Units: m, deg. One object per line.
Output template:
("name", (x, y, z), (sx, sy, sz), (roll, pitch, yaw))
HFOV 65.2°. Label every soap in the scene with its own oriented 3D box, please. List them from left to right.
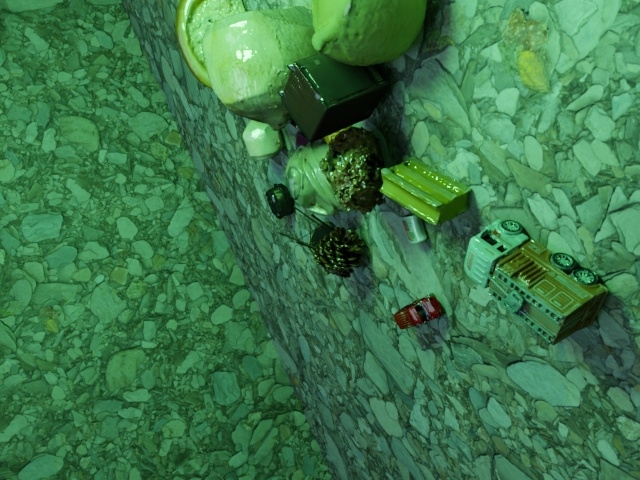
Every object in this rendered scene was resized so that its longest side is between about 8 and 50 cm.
("soap", (0.281, -0.137, 1.368), (0.233, 0.135, 0.076), (42, 146, 40))

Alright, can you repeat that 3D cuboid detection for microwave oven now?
("microwave oven", (0.035, -0.417, 1.409), (0.178, 0.248, 0.188), (58, 154, 8))

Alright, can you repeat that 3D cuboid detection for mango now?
("mango", (0.074, -0.353, 1.679), (0.188, 0.066, 0.101), (31, 130, 44))

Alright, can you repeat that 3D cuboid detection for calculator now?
("calculator", (-0.059, -0.330, 2.004), (0.126, 0.034, 0.190), (45, 149, 36))

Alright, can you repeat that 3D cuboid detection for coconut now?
("coconut", (-0.244, -0.441, 2.127), (0.171, 0.171, 0.182), (29, 139, 53))
("coconut", (-0.166, -0.544, 1.618), (0.404, 0.405, 0.404), (45, 148, 38))

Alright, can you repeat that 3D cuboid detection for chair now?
("chair", (0.000, 0.000, 2.069), (0.326, 0.170, 0.160), (29, 178, -40))

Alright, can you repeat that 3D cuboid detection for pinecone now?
("pinecone", (0.079, 0.042, 1.893), (0.212, 0.186, 0.168), (-43, 48, 45))

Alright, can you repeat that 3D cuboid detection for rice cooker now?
("rice cooker", (-0.187, -0.180, 2.313), (0.112, 0.107, 0.165), (36, 153, 54))

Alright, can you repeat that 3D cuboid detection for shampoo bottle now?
("shampoo bottle", (0.291, -0.033, 1.550), (0.072, 0.043, 0.099), (1, 112, 64))

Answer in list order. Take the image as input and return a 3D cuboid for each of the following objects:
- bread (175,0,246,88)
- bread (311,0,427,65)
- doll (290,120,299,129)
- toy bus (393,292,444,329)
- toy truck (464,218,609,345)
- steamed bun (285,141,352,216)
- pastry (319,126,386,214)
("bread", (-0.404, -0.838, 2.061), (0.245, 0.329, 0.423), (-69, -32, -63))
("bread", (0.107, -0.582, 1.215), (0.320, 0.238, 0.320), (26, 120, 59))
("doll", (-0.123, -0.497, 1.902), (0.316, 0.103, 0.145), (30, 134, 44))
("toy bus", (0.327, 0.242, 1.672), (0.081, 0.089, 0.195), (62, 155, 7))
("toy truck", (0.471, 0.090, 1.155), (0.305, 0.162, 0.136), (45, 148, 39))
("steamed bun", (-0.016, -0.214, 1.814), (0.280, 0.207, 0.267), (24, 133, 53))
("pastry", (0.099, -0.210, 1.525), (0.275, 0.193, 0.274), (-9, -90, -82))
